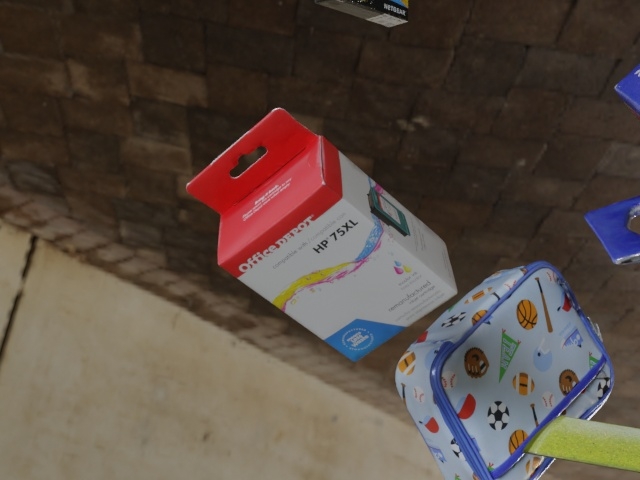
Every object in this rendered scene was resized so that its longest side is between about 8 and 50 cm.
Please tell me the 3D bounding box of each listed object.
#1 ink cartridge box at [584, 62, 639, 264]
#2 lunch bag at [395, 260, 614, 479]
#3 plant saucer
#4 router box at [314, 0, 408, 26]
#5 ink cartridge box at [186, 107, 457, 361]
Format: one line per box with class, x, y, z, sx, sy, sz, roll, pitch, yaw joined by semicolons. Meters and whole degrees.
ink cartridge box;0.328;-0.106;0.517;0.151;0.270;0.395;42;106;-7
lunch bag;0.256;0.182;1.273;0.115;0.303;0.243;-18;104;57
plant saucer;0.320;0.225;1.048;0.188;0.045;0.188;8;170;11
router box;0.064;-0.417;1.497;0.046;0.133;0.179;-6;174;43
ink cartridge box;0.000;0.000;0.889;0.134;0.078;0.231;-38;122;25
